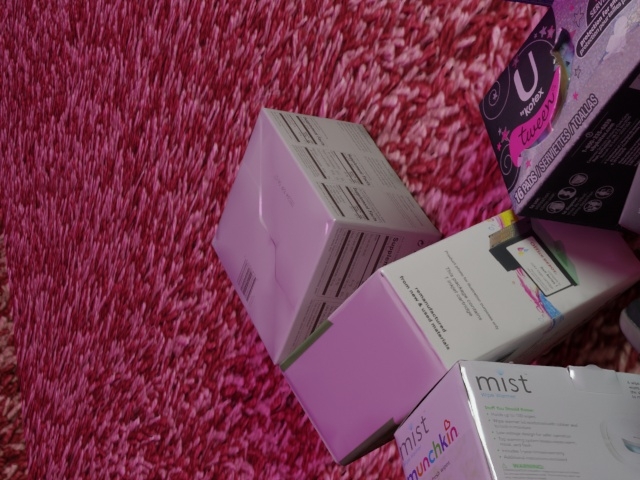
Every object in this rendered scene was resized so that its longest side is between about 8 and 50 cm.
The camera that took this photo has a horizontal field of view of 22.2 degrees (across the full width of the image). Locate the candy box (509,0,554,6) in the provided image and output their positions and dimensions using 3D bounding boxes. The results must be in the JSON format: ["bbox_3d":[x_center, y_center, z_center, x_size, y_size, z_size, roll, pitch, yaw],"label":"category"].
[{"bbox_3d":[0.232,-0.323,1.431,0.317,0.268,0.122,-28,63,57],"label":"candy box"}]

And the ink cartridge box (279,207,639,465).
[{"bbox_3d":[0.132,0.072,1.499,0.117,0.278,0.201,57,140,12],"label":"ink cartridge box"}]

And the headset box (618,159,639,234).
[{"bbox_3d":[0.363,-0.068,1.171,0.293,0.110,0.218,30,109,42],"label":"headset box"}]

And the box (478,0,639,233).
[{"bbox_3d":[0.274,-0.140,1.418,0.247,0.163,0.142,-56,36,41],"label":"box"}]

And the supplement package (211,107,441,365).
[{"bbox_3d":[0.000,0.000,1.940,0.204,0.145,0.262,-68,30,26],"label":"supplement package"}]

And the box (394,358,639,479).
[{"bbox_3d":[0.220,0.228,1.330,0.127,0.261,0.231,-55,39,43],"label":"box"}]

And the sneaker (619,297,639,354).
[{"bbox_3d":[0.341,0.068,1.329,0.227,0.087,0.130,33,111,57],"label":"sneaker"}]
